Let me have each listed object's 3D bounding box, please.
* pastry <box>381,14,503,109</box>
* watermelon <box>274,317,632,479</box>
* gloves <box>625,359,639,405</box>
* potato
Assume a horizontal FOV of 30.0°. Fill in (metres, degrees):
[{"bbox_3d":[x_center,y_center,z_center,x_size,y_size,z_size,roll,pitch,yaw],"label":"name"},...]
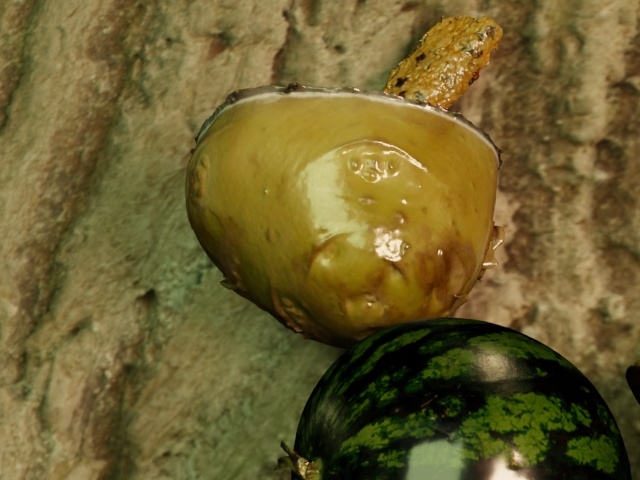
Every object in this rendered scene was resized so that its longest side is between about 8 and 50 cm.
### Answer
[{"bbox_3d":[0.118,-0.168,1.192,0.080,0.056,0.140,28,82,45],"label":"pastry"},{"bbox_3d":[0.103,0.190,0.910,0.269,0.269,0.269,-11,62,21],"label":"watermelon"},{"bbox_3d":[0.391,0.052,0.942,0.294,0.116,0.133,-40,83,-8],"label":"gloves"},{"bbox_3d":[0.000,0.000,1.056,0.299,0.246,0.196,-4,61,31],"label":"potato"}]
